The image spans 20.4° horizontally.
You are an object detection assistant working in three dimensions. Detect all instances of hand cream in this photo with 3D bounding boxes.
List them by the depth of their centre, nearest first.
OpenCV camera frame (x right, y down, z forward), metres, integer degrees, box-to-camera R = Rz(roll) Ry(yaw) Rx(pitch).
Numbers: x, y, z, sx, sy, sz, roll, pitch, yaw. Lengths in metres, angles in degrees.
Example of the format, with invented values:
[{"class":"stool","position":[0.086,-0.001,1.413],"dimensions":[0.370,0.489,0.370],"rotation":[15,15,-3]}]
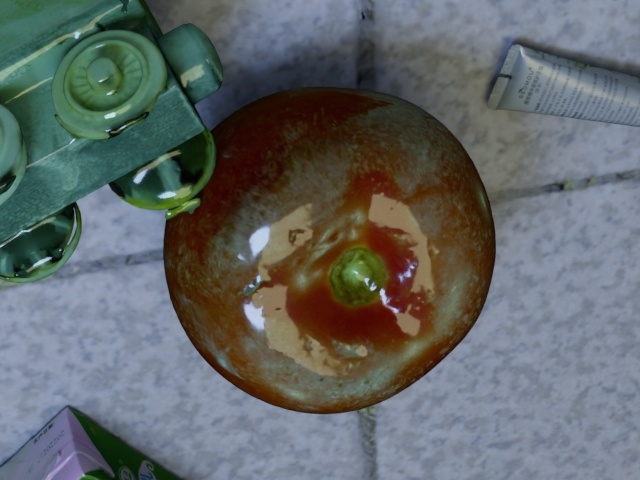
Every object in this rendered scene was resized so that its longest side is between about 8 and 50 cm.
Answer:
[{"class":"hand cream","position":[0.243,-0.129,1.554],"dimensions":[0.195,0.042,0.067],"rotation":[9,129,-18]}]

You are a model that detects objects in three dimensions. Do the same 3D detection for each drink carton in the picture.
[{"class":"drink carton","position":[-0.192,0.294,1.664],"dimensions":[0.161,0.108,0.271],"rotation":[-43,125,11]}]

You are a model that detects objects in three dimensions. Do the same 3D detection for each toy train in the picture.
[{"class":"toy train","position":[-0.207,-0.095,1.322],"dimensions":[0.272,0.188,0.159],"rotation":[-29,150,0]}]

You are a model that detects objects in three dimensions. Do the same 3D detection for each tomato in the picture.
[{"class":"tomato","position":[0.000,0.000,1.449],"dimensions":[0.270,0.222,0.270],"rotation":[-5,107,-16]}]
